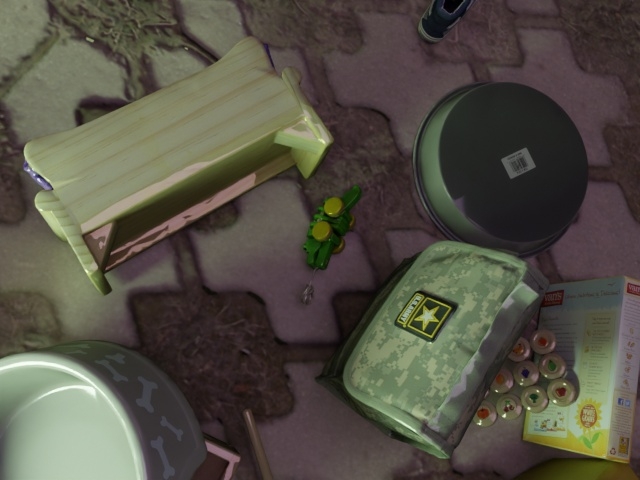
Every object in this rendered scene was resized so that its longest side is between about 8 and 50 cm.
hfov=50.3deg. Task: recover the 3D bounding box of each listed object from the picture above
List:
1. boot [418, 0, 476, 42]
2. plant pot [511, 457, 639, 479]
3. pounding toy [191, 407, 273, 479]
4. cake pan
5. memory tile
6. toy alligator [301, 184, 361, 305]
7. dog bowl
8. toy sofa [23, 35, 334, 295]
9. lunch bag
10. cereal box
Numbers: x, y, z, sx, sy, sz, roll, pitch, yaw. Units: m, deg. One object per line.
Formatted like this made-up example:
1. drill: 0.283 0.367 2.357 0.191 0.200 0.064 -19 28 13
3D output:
1. boot: 0.227 -0.399 1.071 0.069 0.086 0.190 32 75 -6
2. plant pot: 0.344 0.405 0.906 0.187 0.212 0.212 -37 90 -29
3. pounding toy: -0.140 0.289 0.857 0.206 0.094 0.181 28 76 -8
4. cake pan: 0.289 -0.116 1.053 0.293 0.054 0.293 2 80 -14
5. memory tile: 0.271 0.192 0.958 0.148 0.012 0.113 -22 59 20
6. toy alligator: 0.000 0.000 0.968 0.051 0.056 0.189 17 74 33
7. dog bowl: -0.299 0.279 0.745 0.349 0.102 0.349 -4 75 15
8. toy sofa: -0.180 -0.098 0.888 0.362 0.150 0.177 -32 84 -17
9. lunch bag: 0.138 0.130 0.853 0.169 0.287 0.235 38 75 -5
10. cereal box: 0.368 0.175 0.958 0.047 0.173 0.240 16 78 -17
